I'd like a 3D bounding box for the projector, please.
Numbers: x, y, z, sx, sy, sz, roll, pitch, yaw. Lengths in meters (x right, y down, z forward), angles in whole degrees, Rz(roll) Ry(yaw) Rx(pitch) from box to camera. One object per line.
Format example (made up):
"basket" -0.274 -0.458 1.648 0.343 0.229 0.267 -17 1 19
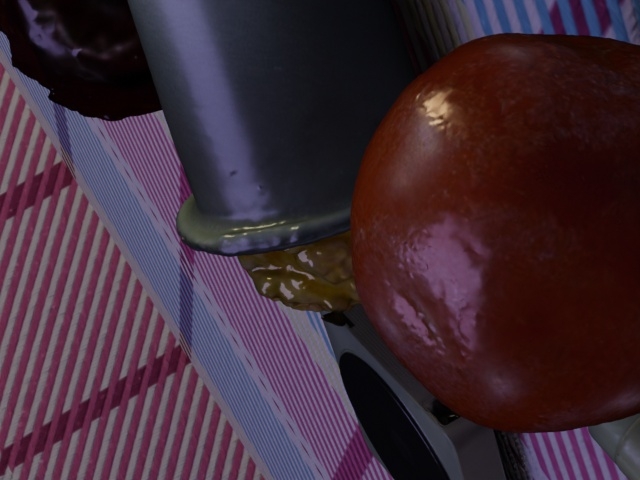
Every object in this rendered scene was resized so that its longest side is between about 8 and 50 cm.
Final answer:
"projector" 0.111 0.195 1.719 0.257 0.079 0.259 46 161 45

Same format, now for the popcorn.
"popcorn" 0.000 0.000 1.598 0.180 0.180 0.170 125 153 -75

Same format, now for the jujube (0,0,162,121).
"jujube" -0.210 -0.243 1.616 0.258 0.258 0.376 64 162 -16

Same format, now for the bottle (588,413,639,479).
"bottle" 0.270 0.177 1.141 0.201 0.072 0.072 50 163 37

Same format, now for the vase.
"vase" -0.042 -0.167 1.251 0.245 0.245 0.291 25 137 67

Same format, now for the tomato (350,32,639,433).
"tomato" 0.130 -0.001 0.902 0.232 0.232 0.188 65 172 -20
